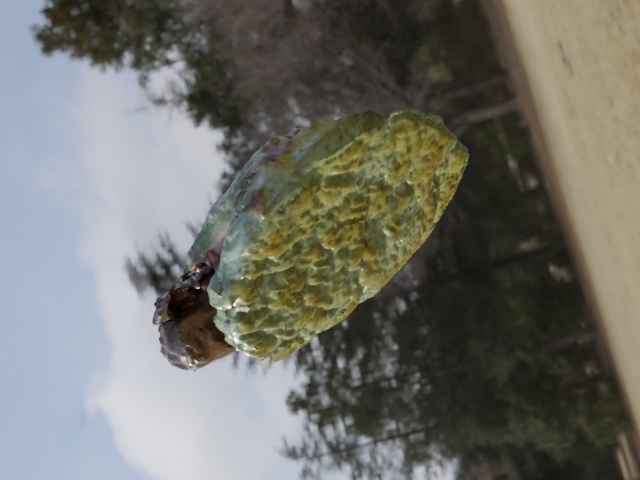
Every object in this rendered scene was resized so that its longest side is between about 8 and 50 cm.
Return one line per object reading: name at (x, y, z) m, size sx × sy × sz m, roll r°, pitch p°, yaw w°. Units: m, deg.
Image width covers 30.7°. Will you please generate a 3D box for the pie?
pie at (0.006, -0.007, 0.954) m, size 0.274 × 0.257 × 0.105 m, roll -12°, pitch -129°, yaw -49°
